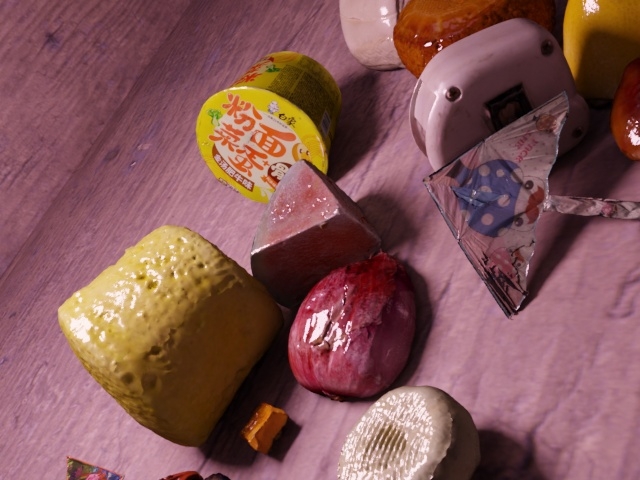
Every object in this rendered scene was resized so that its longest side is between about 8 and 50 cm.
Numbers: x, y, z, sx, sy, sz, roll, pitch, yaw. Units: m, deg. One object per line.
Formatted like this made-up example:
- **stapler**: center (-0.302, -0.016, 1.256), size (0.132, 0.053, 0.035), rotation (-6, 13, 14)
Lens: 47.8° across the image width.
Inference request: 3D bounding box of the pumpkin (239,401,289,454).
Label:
- **pumpkin**: center (-0.087, 0.304, 1.167), size (0.074, 0.054, 0.083), rotation (-53, 11, -15)

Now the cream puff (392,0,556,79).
- **cream puff**: center (0.292, -0.381, 1.325), size (0.303, 0.212, 0.303), rotation (-23, 35, 17)

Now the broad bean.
- **broad bean**: center (0.465, -0.180, 1.012), size (0.114, 0.084, 0.165), rotation (-10, 58, 46)

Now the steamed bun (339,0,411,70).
- **steamed bun**: center (0.193, -0.586, 1.636), size (0.247, 0.236, 0.384), rotation (8, 61, 51)

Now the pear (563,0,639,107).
- **pear**: center (0.474, -0.362, 1.120), size (0.267, 0.178, 0.267), rotation (-32, 31, 22)

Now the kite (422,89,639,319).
- **kite**: center (0.294, -0.054, 1.023), size (0.314, 0.011, 0.335), rotation (12, 87, 24)

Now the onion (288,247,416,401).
- **onion**: center (0.045, 0.110, 1.162), size (0.227, 0.120, 0.284), rotation (-9, 48, 39)

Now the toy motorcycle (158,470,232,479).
- **toy motorcycle**: center (-0.292, 0.510, 1.109), size (0.401, 0.134, 0.207), rotation (-54, 32, -14)

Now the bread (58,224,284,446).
- **bread**: center (-0.255, 0.156, 1.269), size (0.308, 0.348, 0.348), rotation (-48, 31, -11)

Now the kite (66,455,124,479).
- **kite**: center (-0.472, 0.518, 1.423), size (0.234, 0.016, 0.321), rotation (-39, 33, 13)

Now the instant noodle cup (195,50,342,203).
- **instant noodle cup**: center (-0.095, -0.260, 1.597), size (0.311, 0.311, 0.221), rotation (-19, 31, 37)

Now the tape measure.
- **tape measure**: center (0.267, -0.186, 1.113), size (0.258, 0.265, 0.130), rotation (-32, 37, 10)

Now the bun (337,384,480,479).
- **bun**: center (0.116, 0.281, 0.891), size (0.195, 0.118, 0.195), rotation (-33, 28, 20)

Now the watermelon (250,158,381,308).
- **watermelon**: center (0.000, 0.000, 1.304), size (0.201, 0.213, 0.262), rotation (19, 75, 39)
